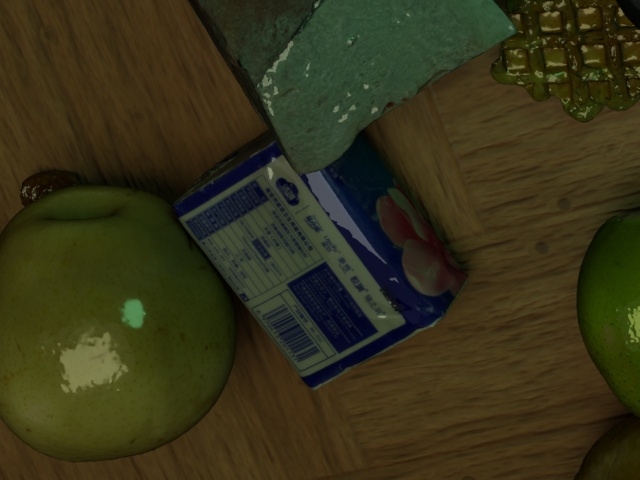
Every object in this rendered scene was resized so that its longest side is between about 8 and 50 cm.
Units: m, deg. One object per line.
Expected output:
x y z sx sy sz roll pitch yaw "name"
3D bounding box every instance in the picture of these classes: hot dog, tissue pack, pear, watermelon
-0.312 -0.051 2.177 0.083 0.035 0.058 9 116 16 "hot dog"
0.000 0.000 2.029 0.209 0.137 0.270 -33 102 27 "tissue pack"
0.357 0.077 1.894 0.187 0.187 0.220 -12 87 25 "pear"
-0.001 -0.187 1.833 0.387 0.258 0.228 2 155 36 "watermelon"
-0.241 0.091 2.070 0.309 0.309 0.309 8 116 17 "pear"

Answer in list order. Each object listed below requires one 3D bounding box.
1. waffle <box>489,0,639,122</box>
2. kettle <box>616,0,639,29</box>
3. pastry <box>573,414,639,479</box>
0.265 -0.252 1.842 0.291 0.051 0.291 9 123 14 "waffle"
0.377 -0.315 1.681 0.268 0.207 0.290 -17 109 -1 "kettle"
0.415 0.335 1.957 0.356 0.163 0.356 29 133 37 "pastry"
